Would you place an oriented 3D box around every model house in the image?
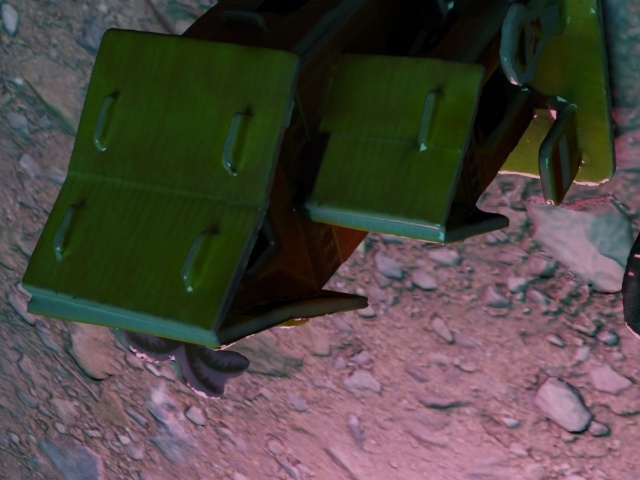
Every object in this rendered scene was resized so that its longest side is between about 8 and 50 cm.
[{"bbox_3d":[0.000,0.000,0.828,0.300,0.324,0.340,11,134,31],"label":"model house"}]

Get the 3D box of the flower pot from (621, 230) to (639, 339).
[{"bbox_3d":[0.313,0.028,0.783,0.229,0.108,0.103,13,136,30],"label":"flower pot"}]
